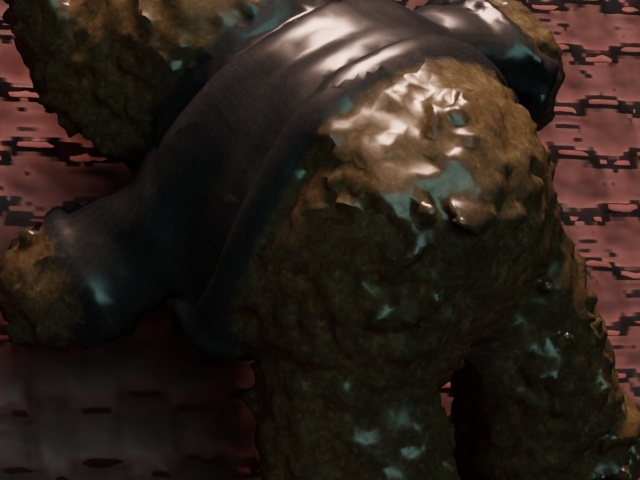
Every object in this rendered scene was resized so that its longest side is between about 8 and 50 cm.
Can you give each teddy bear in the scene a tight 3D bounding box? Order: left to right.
[{"bbox_3d":[0.009,-0.005,0.517,0.182,0.129,0.251,-29,83,-31],"label":"teddy bear"}]
